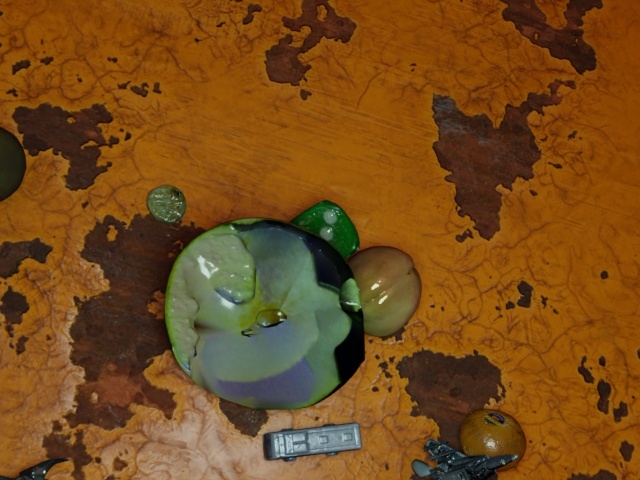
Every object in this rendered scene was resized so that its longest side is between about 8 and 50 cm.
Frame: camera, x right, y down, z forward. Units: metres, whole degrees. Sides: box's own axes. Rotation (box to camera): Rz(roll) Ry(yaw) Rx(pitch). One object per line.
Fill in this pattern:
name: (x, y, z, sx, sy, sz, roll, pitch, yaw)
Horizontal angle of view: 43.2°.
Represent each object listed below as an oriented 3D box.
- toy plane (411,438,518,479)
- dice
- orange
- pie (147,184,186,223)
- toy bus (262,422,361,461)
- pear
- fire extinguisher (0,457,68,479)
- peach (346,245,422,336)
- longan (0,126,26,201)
toy plane: (0.284, 0.449, 1.559, 0.078, 0.246, 0.169, -23, 81, -37)
dice: (0.000, 0.000, 1.668, 0.120, 0.131, 0.128, -33, 83, -20)
orange: (0.348, 0.408, 1.636, 0.135, 0.135, 0.118, -10, 111, -14)
pie: (-0.318, -0.074, 1.681, 0.085, 0.017, 0.085, 3, 75, -12)
toy bus: (-0.015, 0.396, 1.589, 0.190, 0.075, 0.064, -4, 77, -13)
pear: (-0.099, 0.115, 1.553, 0.398, 0.165, 0.399, 3, 115, 6)
fire extinguisher: (-0.568, 0.563, 1.414, 0.200, 0.113, 0.376, 10, 74, -8)
peach: (0.121, 0.098, 1.646, 0.184, 0.184, 0.184, 3, 75, -11)
longan: (-0.666, -0.148, 1.555, 0.189, 0.189, 0.189, 3, 75, -11)
